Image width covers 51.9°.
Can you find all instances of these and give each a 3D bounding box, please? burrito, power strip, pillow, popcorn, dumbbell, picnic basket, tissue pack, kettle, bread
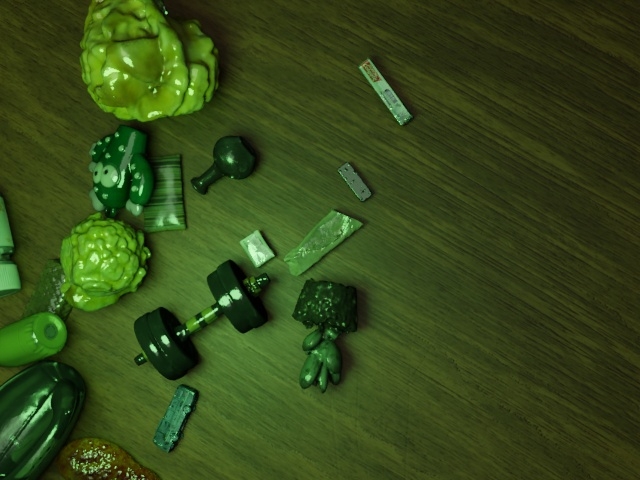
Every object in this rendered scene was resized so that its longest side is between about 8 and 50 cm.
[{"bbox_3d":[0.000,0.000,1.683,0.226,0.060,0.087,-42,89,-2],"label":"burrito"},{"bbox_3d":[0.089,-0.152,1.707,0.038,0.029,0.111,-36,86,-1],"label":"power strip"},{"bbox_3d":[-0.414,-0.122,1.728,0.113,0.038,0.203,-5,86,2],"label":"pillow"},{"bbox_3d":[-0.423,-0.466,1.604,0.349,0.349,0.381,-1,122,3],"label":"popcorn"},{"bbox_3d":[-0.291,0.196,1.623,0.388,0.185,0.185,-33,84,1],"label":"dumbbell"},{"bbox_3d":[-0.699,0.146,1.713,0.110,0.055,0.193,23,88,5],"label":"picnic basket"},{"bbox_3d":[-0.162,0.022,1.699,0.062,0.042,0.083,-35,84,1],"label":"tissue pack"},{"bbox_3d":[-0.697,0.446,1.570,0.228,0.321,0.324,42,81,-28],"label":"kettle"},{"bbox_3d":[-0.531,0.586,1.645,0.269,0.095,0.139,32,95,1],"label":"bread"},{"bbox_3d":[-0.533,0.057,1.634,0.212,0.259,0.259,-5,84,-31],"label":"popcorn"}]

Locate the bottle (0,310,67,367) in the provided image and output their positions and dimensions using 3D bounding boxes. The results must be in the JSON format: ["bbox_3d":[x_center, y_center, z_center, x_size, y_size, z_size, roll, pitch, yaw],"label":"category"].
[{"bbox_3d":[-0.757,0.260,1.647,0.260,0.112,0.112,-21,83,27],"label":"bottle"}]

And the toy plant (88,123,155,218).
[{"bbox_3d":[-0.516,-0.173,1.689,0.233,0.112,0.243,-9,80,34],"label":"toy plant"}]

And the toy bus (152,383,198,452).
[{"bbox_3d":[-0.366,0.451,1.671,0.065,0.047,0.166,24,85,10],"label":"toy bus"}]

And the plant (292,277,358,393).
[{"bbox_3d":[0.004,0.233,1.619,0.146,0.149,0.274,7,89,-34],"label":"plant"}]

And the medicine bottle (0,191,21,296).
[{"bbox_3d":[-0.871,0.012,1.677,0.165,0.165,0.273,-16,83,2],"label":"medicine bottle"}]

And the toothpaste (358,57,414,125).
[{"bbox_3d":[0.173,-0.387,1.719,0.040,0.047,0.196,-37,84,14],"label":"toothpaste"}]

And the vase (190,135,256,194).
[{"bbox_3d":[-0.255,-0.188,1.696,0.183,0.120,0.120,-35,84,15],"label":"vase"}]
